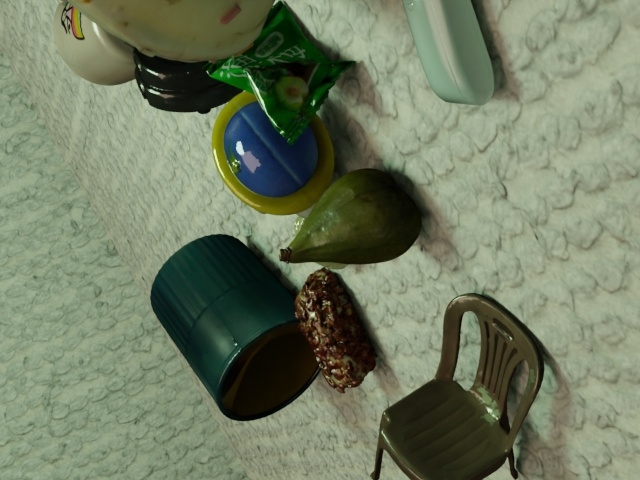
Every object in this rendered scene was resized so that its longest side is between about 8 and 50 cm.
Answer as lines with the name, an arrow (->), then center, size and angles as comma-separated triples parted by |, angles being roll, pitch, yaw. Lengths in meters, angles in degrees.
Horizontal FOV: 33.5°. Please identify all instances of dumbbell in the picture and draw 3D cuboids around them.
dumbbell -> -0.210, -0.350, 1.567 | 0.185, 0.185, 0.388 | 40, 150, 42

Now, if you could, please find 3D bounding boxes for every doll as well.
doll -> -0.042, -0.079, 1.543 | 0.311, 0.159, 0.242 | 49, 169, 7

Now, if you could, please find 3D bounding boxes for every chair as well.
chair -> 0.181, 0.246, 1.442 | 0.175, 0.183, 0.327 | 43, 154, 36

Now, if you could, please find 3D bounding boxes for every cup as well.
cup -> -0.333, -0.401, 1.816 | 0.200, 0.191, 0.253 | 3, 87, 61
cup -> -0.140, 0.156, 2.042 | 0.292, 0.307, 0.242 | 45, 122, 36

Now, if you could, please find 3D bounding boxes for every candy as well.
candy -> -0.055, -0.228, 1.442 | 0.203, 0.141, 0.078 | 45, 166, 34

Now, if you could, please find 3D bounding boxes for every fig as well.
fig -> 0.042, -0.021, 1.420 | 0.133, 0.184, 0.126 | 61, 145, 6

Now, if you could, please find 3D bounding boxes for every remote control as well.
remote control -> 0.108, -0.280, 1.124 | 0.103, 0.051, 0.293 | 23, 135, 65

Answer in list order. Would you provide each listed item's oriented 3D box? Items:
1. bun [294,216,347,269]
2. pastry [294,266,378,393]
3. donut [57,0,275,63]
bun -> 0.000, 0.000, 1.685 | 0.115, 0.069, 0.115 | 51, 162, 24
pastry -> 0.023, 0.154, 1.804 | 0.115, 0.097, 0.209 | -8, 108, 57
donut -> -0.191, -0.381, 1.214 | 0.142, 0.382, 0.383 | -37, 82, 36
